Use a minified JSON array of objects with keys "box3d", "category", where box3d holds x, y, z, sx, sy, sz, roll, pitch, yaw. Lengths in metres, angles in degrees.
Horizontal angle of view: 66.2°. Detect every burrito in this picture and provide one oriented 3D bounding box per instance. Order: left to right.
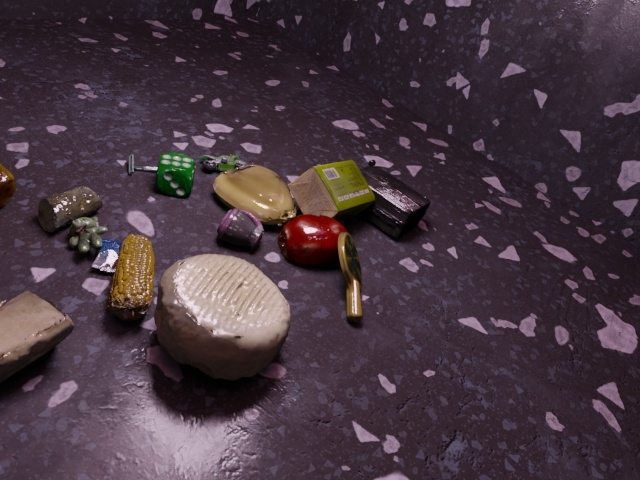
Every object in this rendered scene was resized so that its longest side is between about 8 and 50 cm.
[{"box3d":[-0.732,0.250,1.063,0.190,0.135,0.331,28,39,25],"category":"burrito"}]

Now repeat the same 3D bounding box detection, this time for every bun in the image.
[{"box3d":[-0.266,0.204,1.284,0.359,0.211,0.360,22,35,-16],"category":"bun"}]

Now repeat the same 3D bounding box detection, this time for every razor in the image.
[{"box3d":[-0.618,-0.270,1.864,0.211,0.036,0.084,6,56,-28],"category":"razor"}]

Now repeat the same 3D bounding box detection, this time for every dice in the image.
[{"box3d":[-0.528,-0.242,1.791,0.128,0.120,0.131,9,36,-13],"category":"dice"}]

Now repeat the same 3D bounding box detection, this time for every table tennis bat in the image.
[{"box3d":[0.102,0.119,1.619,0.050,0.198,0.321,-14,54,16],"category":"table tennis bat"}]

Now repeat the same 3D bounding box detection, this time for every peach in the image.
[{"box3d":[-0.001,0.004,1.707,0.267,0.159,0.154,8,44,-19],"category":"peach"}]

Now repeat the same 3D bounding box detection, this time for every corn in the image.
[{"box3d":[-0.520,0.099,1.377,0.115,0.115,0.318,6,38,-18],"category":"corn"}]

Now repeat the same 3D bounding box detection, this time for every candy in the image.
[{"box3d":[-0.624,0.046,1.455,0.088,0.038,0.136,16,37,-26],"category":"candy"}]

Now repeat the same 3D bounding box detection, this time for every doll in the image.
[{"box3d":[-0.695,-0.021,1.454,0.115,0.078,0.150,-31,49,-18],"category":"doll"}]

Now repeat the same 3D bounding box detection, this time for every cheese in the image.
[{"box3d":[-0.223,-0.163,1.838,0.315,0.128,0.259,35,48,25],"category":"cheese"}]

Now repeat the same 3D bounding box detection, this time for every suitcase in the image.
[{"box3d":[0.263,-0.176,2.038,0.335,0.152,0.229,36,36,21],"category":"suitcase"}]

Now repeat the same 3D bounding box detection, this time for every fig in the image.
[{"box3d":[-1.008,-0.174,1.479,0.154,0.144,0.166,-38,48,-8],"category":"fig"}]

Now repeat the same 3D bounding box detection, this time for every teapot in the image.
[{"box3d":[-0.267,-0.034,1.676,0.145,0.116,0.148,31,8,-6],"category":"teapot"}]

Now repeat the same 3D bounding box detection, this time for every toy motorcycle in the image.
[{"box3d":[-0.391,-0.318,1.996,0.190,0.074,0.106,-4,33,-27],"category":"toy motorcycle"}]

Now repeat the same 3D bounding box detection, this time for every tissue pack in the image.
[{"box3d":[0.048,-0.180,1.872,0.274,0.167,0.201,-21,80,-53],"category":"tissue pack"}]

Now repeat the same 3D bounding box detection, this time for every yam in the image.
[{"box3d":[-0.780,-0.105,1.522,0.107,0.107,0.183,31,35,14],"category":"yam"}]
